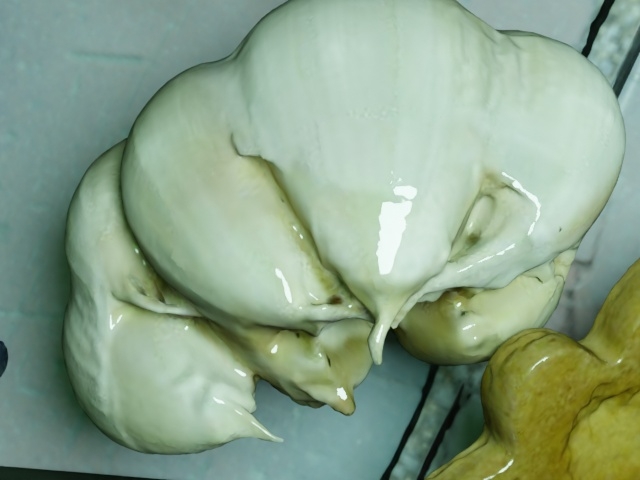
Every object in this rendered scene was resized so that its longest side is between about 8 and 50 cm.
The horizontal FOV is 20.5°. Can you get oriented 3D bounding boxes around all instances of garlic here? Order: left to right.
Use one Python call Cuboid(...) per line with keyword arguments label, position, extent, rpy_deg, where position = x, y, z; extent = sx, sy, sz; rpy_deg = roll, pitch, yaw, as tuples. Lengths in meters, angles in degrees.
Cuboid(label="garlic", position=(0.001, -0.014, 0.801), extent=(0.281, 0.203, 0.184), rpy_deg=(-14, 122, 6))

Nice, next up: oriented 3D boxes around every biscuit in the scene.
Cuboid(label="biscuit", position=(0.148, 0.082, 0.804), extent=(0.249, 0.184, 0.035), rpy_deg=(-45, 36, -1))

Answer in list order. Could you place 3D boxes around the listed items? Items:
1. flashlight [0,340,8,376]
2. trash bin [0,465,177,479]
Cuboid(label="flashlight", position=(-0.228, 0.056, 0.955), extent=(0.121, 0.035, 0.057), rpy_deg=(8, 87, 15))
Cuboid(label="trash bin", position=(-0.197, 0.169, 0.873), extent=(0.241, 0.164, 0.122), rpy_deg=(5, 87, 15))
